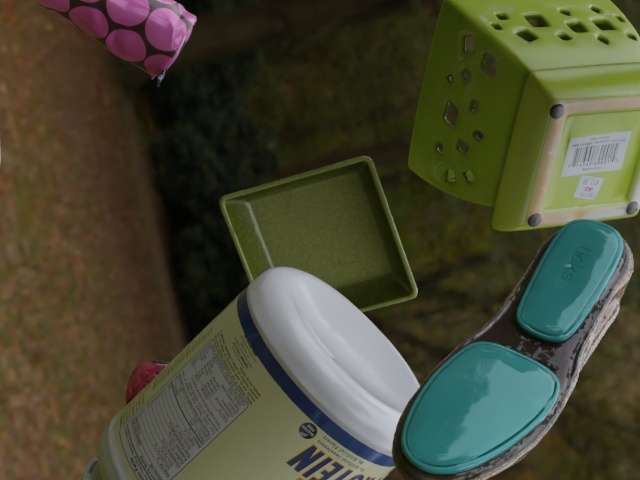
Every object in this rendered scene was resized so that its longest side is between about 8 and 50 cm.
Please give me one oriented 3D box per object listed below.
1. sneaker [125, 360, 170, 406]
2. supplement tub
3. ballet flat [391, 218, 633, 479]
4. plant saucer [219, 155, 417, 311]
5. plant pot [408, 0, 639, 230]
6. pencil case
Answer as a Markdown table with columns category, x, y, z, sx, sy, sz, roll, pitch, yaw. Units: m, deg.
| category | x | y | z | sx | sy | sz | roll | pitch | yaw |
| --- | --- | --- | --- | --- | --- | --- | --- | --- | --- |
| sneaker | -0.112 | 0.227 | 1.964 | 0.299 | 0.121 | 0.112 | 41 | 13 | -34 |
| supplement tub | -0.076 | 0.211 | 1.751 | 0.235 | 0.325 | 0.235 | 41 | 16 | -15 |
| ballet flat | 0.165 | 0.114 | 1.411 | 0.108 | 0.316 | 0.106 | 30 | -35 | 23 |
| plant saucer | 0.000 | 0.000 | 2.021 | 0.045 | 0.188 | 0.188 | -77 | 150 | -65 |
| plant pot | 0.257 | -0.139 | 1.940 | 0.207 | 0.228 | 0.227 | 49 | -43 | 48 |
| pencil case | -0.255 | -0.274 | 2.023 | 0.098 | 0.209 | 0.095 | -38 | -155 | 48 |
